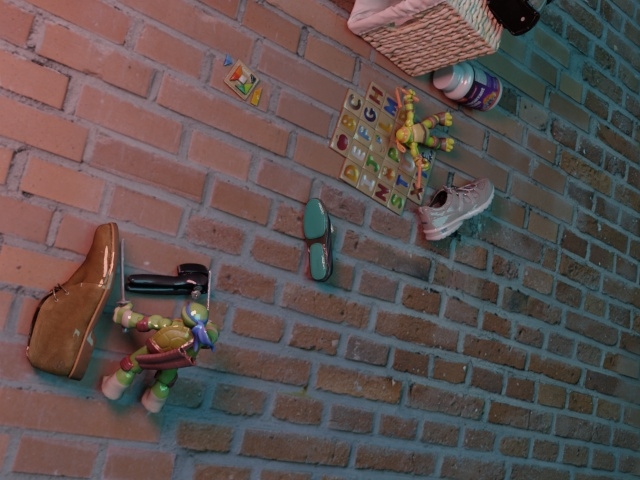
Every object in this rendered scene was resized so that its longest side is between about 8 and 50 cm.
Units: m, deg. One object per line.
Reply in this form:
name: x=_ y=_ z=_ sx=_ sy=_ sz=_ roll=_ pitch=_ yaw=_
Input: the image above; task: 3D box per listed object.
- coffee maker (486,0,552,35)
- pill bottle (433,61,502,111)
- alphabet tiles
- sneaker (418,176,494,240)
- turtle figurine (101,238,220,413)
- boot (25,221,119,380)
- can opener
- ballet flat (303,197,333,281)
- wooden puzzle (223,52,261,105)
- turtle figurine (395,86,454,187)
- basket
coffee maker: x=0.478 y=-0.599 z=1.581 sx=0.178 sy=0.120 sz=0.171 roll=-49 pitch=121 yaw=-30
pill bottle: x=0.416 y=-0.443 z=1.922 sx=0.193 sy=0.108 sz=0.108 roll=11 pitch=82 yaw=-35
alphabet tiles: x=0.174 y=-0.243 z=1.798 sx=0.342 sy=0.011 sz=0.285 roll=28 pitch=72 yaw=-32
sneaker: x=0.384 y=-0.114 z=1.889 sx=0.281 sy=0.105 sz=0.115 roll=-38 pitch=110 yaw=-31
turtle figurine: x=-0.311 y=0.185 z=1.334 sx=0.266 sy=0.275 sz=0.197 roll=-54 pitch=151 yaw=17
boot: x=-0.460 y=0.102 z=1.269 sx=0.115 sy=0.112 sz=0.306 roll=19 pitch=79 yaw=-23
can opener: x=-0.315 y=0.091 z=1.409 sx=0.186 sy=0.073 sz=0.059 roll=-3 pitch=129 yaw=-33
ballet flat: x=0.000 y=0.000 z=1.634 sx=0.074 sy=0.074 sz=0.203 roll=0 pitch=83 yaw=-36
wooden puzzle: x=-0.177 y=-0.367 z=1.543 sx=0.116 sy=0.014 sz=0.079 roll=33 pitch=70 yaw=-30
turtle figurine: x=0.269 y=-0.273 z=1.809 sx=0.217 sy=0.087 sz=0.270 roll=-11 pitch=86 yaw=-44
basket: x=0.297 y=-0.633 z=1.710 sx=0.266 sy=0.328 sz=0.332 roll=31 pitch=70 yaw=-33
